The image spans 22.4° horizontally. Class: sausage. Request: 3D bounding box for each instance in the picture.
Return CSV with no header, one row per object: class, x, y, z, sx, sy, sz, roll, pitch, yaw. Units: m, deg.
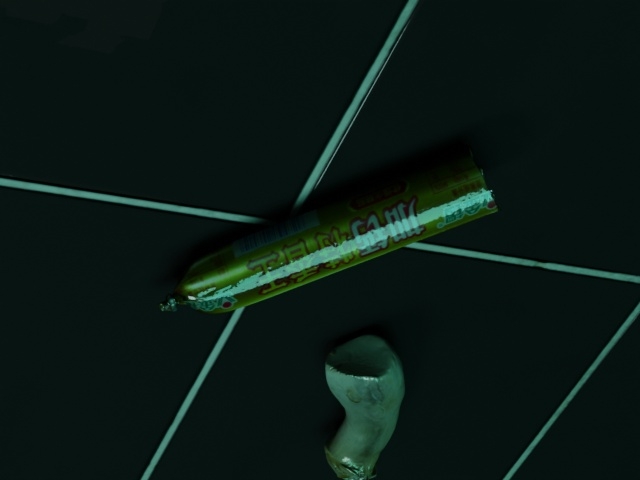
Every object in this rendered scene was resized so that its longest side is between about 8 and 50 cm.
sausage,0.000,0.000,1.685,0.371,0.082,0.082,-22,138,4

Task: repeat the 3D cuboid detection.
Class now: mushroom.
mushroom,0.052,0.202,1.911,0.092,0.081,0.223,-24,143,-22
